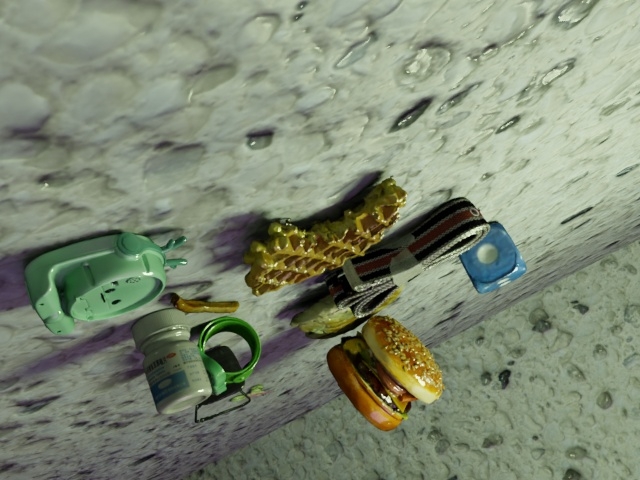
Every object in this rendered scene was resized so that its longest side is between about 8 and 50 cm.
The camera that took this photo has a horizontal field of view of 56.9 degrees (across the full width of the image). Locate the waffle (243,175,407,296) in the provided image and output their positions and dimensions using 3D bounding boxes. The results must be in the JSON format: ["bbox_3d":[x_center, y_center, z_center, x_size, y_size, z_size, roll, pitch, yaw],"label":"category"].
[{"bbox_3d":[0.000,0.000,1.015,0.292,0.069,0.260,-20,161,-22],"label":"waffle"}]

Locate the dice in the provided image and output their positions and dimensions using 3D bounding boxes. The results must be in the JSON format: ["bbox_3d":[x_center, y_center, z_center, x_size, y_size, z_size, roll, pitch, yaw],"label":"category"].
[{"bbox_3d":[0.439,0.048,1.519,0.143,0.147,0.146,-28,160,11],"label":"dice"}]

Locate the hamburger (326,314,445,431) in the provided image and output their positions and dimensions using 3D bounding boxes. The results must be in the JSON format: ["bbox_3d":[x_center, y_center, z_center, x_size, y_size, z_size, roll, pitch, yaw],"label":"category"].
[{"bbox_3d":[0.174,0.334,1.535,0.225,0.291,0.291,-43,157,8],"label":"hamburger"}]

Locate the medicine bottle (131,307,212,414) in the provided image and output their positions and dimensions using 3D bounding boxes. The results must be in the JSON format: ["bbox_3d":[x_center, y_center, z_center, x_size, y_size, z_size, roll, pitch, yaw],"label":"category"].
[{"bbox_3d":[-0.270,0.219,1.070,0.105,0.168,0.105,-22,158,-9],"label":"medicine bottle"}]

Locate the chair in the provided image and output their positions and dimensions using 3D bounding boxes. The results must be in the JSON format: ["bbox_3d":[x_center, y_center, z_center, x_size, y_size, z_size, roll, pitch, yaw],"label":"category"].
[{"bbox_3d":[-0.255,0.319,1.378,0.145,0.140,0.221,-21,156,-14],"label":"chair"}]

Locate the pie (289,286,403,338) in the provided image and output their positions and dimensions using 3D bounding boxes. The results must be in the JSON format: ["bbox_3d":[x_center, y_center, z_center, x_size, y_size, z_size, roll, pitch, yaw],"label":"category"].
[{"bbox_3d":[0.080,0.164,1.475,0.337,0.075,0.337,-24,162,-8],"label":"pie"}]

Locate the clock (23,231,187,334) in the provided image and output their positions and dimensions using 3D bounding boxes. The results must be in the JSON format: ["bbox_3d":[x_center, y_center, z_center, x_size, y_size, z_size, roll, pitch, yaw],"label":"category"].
[{"bbox_3d":[-0.280,0.050,0.805,0.210,0.066,0.159,-20,159,-18],"label":"clock"}]

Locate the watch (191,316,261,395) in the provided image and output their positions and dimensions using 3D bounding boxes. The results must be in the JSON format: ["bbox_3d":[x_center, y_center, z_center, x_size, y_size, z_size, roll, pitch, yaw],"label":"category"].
[{"bbox_3d":[-0.212,0.224,1.231,0.152,0.165,0.131,-43,168,-30],"label":"watch"}]

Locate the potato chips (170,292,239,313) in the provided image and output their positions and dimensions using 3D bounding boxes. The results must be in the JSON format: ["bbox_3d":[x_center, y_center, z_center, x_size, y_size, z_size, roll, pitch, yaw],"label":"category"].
[{"bbox_3d":[-0.215,0.121,1.105,0.037,0.026,0.204,-45,154,12],"label":"potato chips"}]

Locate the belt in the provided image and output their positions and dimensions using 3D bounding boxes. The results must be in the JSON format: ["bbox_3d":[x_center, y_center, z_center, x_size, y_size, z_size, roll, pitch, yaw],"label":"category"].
[{"bbox_3d":[0.183,0.035,1.251,0.359,0.094,0.126,-30,142,6],"label":"belt"}]

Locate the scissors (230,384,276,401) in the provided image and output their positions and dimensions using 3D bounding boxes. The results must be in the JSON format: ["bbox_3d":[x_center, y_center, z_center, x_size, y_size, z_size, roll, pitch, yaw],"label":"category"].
[{"bbox_3d":[-0.227,0.544,2.103,0.133,0.020,0.187,-30,157,19],"label":"scissors"}]
